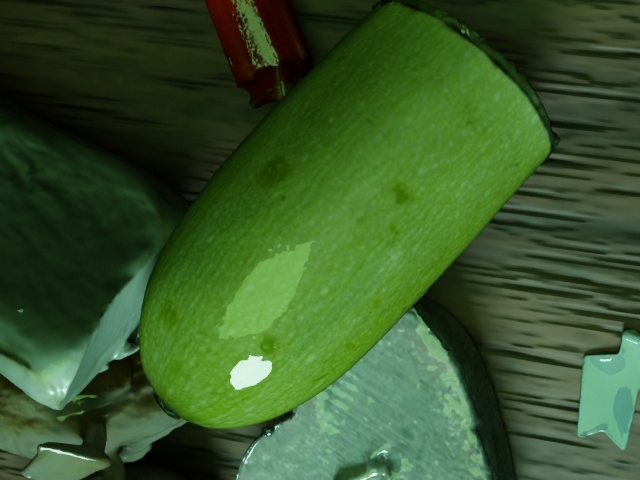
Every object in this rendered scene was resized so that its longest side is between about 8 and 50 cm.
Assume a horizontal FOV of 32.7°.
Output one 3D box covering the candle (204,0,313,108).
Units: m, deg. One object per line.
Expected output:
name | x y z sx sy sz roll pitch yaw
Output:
candle | -0.040 -0.135 0.659 0.052 0.052 0.131 -20 95 16

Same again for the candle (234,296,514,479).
candle | 0.046 0.134 0.670 0.168 0.068 0.192 33 106 12

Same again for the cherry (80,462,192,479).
cherry | -0.128 0.237 0.710 0.148 0.115 0.188 -2 104 -5

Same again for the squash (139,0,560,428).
squash | 0.000 0.000 0.585 0.132 0.132 0.247 41 82 5

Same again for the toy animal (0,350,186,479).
toy animal | -0.129 0.085 0.685 0.188 0.179 0.089 -10 131 -4

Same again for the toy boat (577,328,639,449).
toy boat | 0.286 0.128 0.614 0.291 0.067 0.221 18 104 14

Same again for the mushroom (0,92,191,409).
mushroom | -0.219 -0.039 0.655 0.328 0.159 0.122 35 110 17
